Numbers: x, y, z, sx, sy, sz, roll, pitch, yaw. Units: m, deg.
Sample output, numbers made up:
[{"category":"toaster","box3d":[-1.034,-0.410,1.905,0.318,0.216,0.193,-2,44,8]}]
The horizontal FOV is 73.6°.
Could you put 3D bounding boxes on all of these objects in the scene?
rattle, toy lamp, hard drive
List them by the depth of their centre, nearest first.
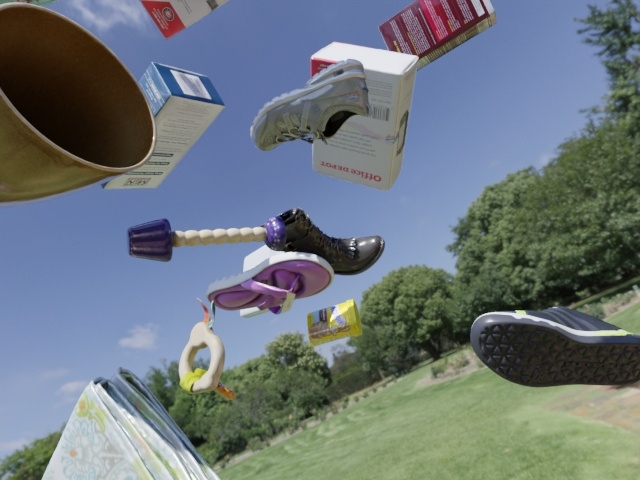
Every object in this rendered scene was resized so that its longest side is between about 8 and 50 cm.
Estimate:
[{"category":"toy lamp","box3d":[-0.202,-0.004,0.779,0.274,0.080,0.080,-2,-27,-28]},{"category":"rattle","box3d":[-0.228,0.241,0.958,0.142,0.200,0.130,20,-37,-34]},{"category":"hard drive","box3d":[-0.187,0.130,1.483,0.047,0.233,0.353,13,-22,-29]}]

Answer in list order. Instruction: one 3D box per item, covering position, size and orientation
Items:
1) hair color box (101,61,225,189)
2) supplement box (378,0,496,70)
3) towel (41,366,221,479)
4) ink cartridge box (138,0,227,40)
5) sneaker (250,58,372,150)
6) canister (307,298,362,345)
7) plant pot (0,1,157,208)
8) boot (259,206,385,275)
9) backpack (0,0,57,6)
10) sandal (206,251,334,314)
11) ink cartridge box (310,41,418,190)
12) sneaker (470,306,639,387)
[{"category":"hair color box","box3d":[-0.419,-0.272,1.082,0.347,0.105,0.173,-38,-13,30]},{"category":"supplement box","box3d":[0.274,-0.512,1.016,0.239,0.130,0.073,-24,-5,25]},{"category":"towel","box3d":[-0.305,0.435,0.652,0.090,0.320,0.375,10,-68,-60]},{"category":"ink cartridge box","box3d":[-0.357,-0.695,1.133,0.272,0.114,0.197,-35,-61,-4]},{"category":"sneaker","box3d":[-0.027,-0.232,0.833,0.281,0.115,0.105,-22,-5,37]},{"category":"canister","box3d":[0.045,0.278,1.435,0.169,0.126,0.073,-18,-48,11]},{"category":"plant pot","box3d":[-0.416,-0.150,0.609,0.254,0.237,0.237,-25,-18,22]},{"category":"boot","box3d":[0.000,0.000,1.034,0.262,0.091,0.229,-20,-44,21]},{"category":"backpack","box3d":[-0.693,-0.664,0.975,0.253,0.225,0.191,-16,-7,0]},{"category":"sandal","box3d":[-0.134,0.140,1.089,0.416,0.102,0.169,-21,-44,37]},{"category":"ink cartridge box","box3d":[0.100,-0.304,1.061,0.131,0.226,0.306,-54,-25,-39]},{"category":"sneaker","box3d":[0.287,0.127,0.537,0.234,0.084,0.097,12,17,-9]}]
